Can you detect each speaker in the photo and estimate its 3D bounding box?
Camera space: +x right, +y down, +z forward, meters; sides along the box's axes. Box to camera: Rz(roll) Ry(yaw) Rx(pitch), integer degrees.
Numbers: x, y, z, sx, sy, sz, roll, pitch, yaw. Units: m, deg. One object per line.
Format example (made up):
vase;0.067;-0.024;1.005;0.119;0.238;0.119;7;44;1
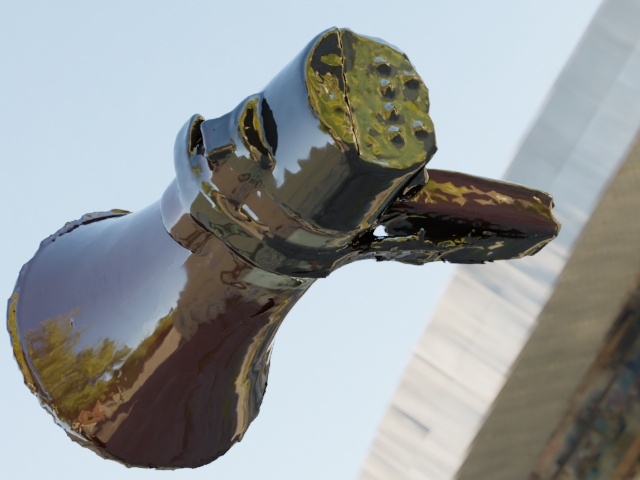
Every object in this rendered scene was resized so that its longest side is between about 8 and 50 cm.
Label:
speaker;-0.010;0.021;0.960;0.329;0.259;0.198;-35;29;45
